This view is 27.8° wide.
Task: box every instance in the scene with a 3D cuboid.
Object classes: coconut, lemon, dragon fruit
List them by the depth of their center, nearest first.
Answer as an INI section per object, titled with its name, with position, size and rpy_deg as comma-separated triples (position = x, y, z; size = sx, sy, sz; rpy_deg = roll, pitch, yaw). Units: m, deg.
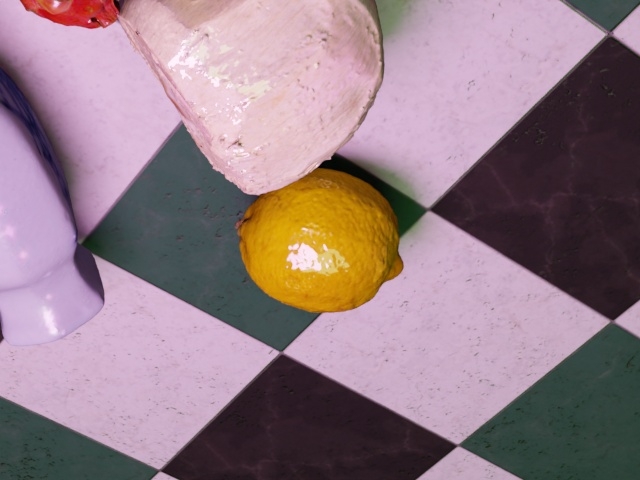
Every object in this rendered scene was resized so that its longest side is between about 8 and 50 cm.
[coconut]
position = -0.064, -0.226, 1.462
size = 0.255, 0.297, 0.297
rpy_deg = -33, 127, -8
[dragon fruit]
position = -0.296, -0.309, 1.493
size = 0.136, 0.133, 0.166
rpy_deg = -31, 122, 16
[lemon]
position = 0.000, 0.000, 1.707
size = 0.231, 0.192, 0.192
rpy_deg = 14, 130, 1

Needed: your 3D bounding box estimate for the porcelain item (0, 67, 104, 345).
[porcelain item]
position = -0.422, -0.067, 1.634
size = 0.179, 0.242, 0.405
rpy_deg = -24, 125, -3
